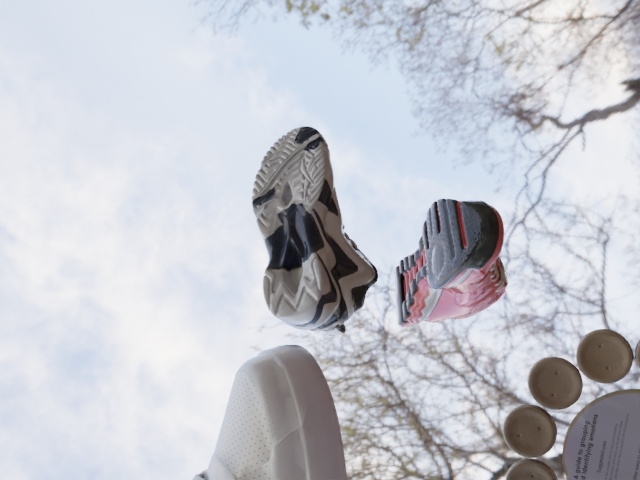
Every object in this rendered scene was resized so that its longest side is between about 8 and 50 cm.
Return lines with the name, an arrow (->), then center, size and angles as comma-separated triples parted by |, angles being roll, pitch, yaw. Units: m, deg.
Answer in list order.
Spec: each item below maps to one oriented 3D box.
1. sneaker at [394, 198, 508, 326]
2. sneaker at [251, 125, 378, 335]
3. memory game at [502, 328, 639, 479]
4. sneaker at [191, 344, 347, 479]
sneaker -> 0.197, 0.030, 1.094 | 0.136, 0.314, 0.116 | 3, -112, -11
sneaker -> 0.000, 0.000, 0.926 | 0.153, 0.094, 0.235 | 44, -148, -56
memory game -> 0.213, 0.148, 0.546 | 0.186, 0.186, 0.012 | 65, -161, 5
sneaker -> -0.082, 0.205, 0.461 | 0.169, 0.108, 0.292 | 4, -89, -24
